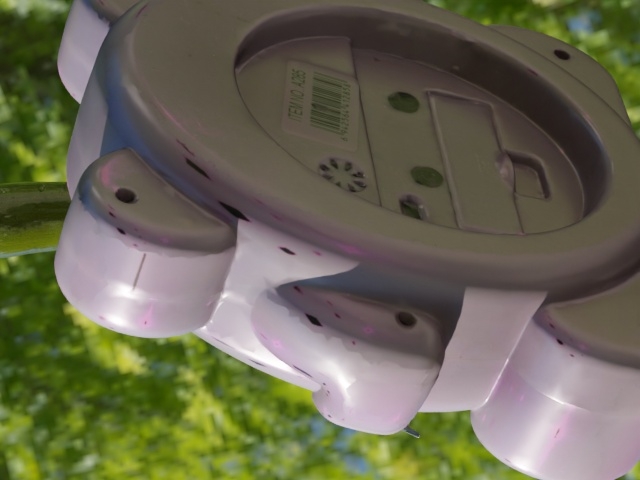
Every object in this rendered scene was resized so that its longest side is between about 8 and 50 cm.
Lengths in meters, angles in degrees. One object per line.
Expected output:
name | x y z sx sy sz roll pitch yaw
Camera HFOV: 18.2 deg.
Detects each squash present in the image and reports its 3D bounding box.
squash | -0.232 -0.023 1.778 0.201 0.066 0.066 -7 -99 -23

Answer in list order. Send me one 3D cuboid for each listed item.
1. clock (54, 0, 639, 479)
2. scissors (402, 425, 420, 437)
clock | 0.024 -0.026 1.035 0.322 0.113 0.295 12 -143 -16
scissors | 0.065 0.175 1.977 0.036 0.083 0.006 -56 -26 -14
